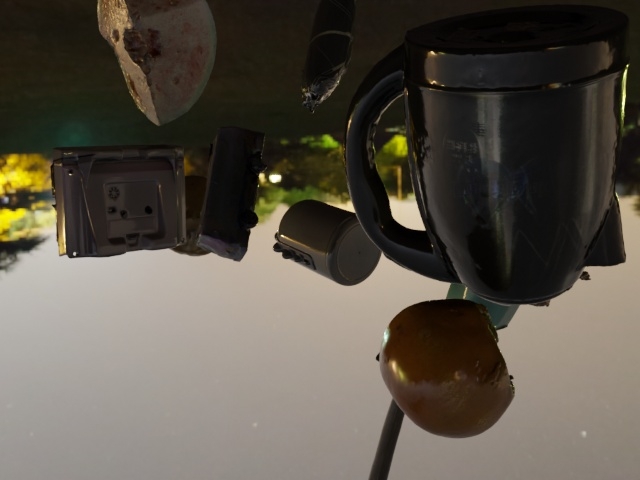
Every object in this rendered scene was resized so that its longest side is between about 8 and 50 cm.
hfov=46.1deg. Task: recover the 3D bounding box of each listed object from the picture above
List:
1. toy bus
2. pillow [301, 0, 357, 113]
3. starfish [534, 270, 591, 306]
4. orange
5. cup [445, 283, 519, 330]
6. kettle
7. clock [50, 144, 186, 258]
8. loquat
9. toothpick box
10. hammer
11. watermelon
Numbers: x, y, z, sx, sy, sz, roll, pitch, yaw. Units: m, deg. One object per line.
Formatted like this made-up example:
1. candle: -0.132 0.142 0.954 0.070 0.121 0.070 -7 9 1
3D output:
1. toy bus: -0.211 -0.115 1.787 0.138 0.316 0.112 13 155 -15
2. pillow: 0.020 -0.464 1.749 0.093 0.334 0.161 15 168 -17
3. starfish: 0.395 0.089 1.458 0.295 0.048 0.231 8 145 -32
4. orange: 0.138 0.131 0.801 0.134 0.154 0.155 -44 170 20
5. cup: 0.294 0.020 1.185 0.134 0.235 0.148 -8 -148 -46
6. kettle: 0.178 -0.078 0.852 0.321 0.324 0.228 2 -153 20
7. clock: -0.339 -0.073 1.316 0.253 0.186 0.083 -9 -167 -43
8. loquat: -0.354 -0.075 2.073 0.244 0.243 0.244 -2 -173 0
9. toothpick box: 0.000 0.000 2.214 0.229 0.228 0.316 -7 -160 -41
10. hammer: 0.160 0.368 1.567 0.168 0.439 0.044 -8 -148 -33
11. watermelon: -0.345 -0.432 1.592 0.188 0.321 0.175 -24 -144 -33
